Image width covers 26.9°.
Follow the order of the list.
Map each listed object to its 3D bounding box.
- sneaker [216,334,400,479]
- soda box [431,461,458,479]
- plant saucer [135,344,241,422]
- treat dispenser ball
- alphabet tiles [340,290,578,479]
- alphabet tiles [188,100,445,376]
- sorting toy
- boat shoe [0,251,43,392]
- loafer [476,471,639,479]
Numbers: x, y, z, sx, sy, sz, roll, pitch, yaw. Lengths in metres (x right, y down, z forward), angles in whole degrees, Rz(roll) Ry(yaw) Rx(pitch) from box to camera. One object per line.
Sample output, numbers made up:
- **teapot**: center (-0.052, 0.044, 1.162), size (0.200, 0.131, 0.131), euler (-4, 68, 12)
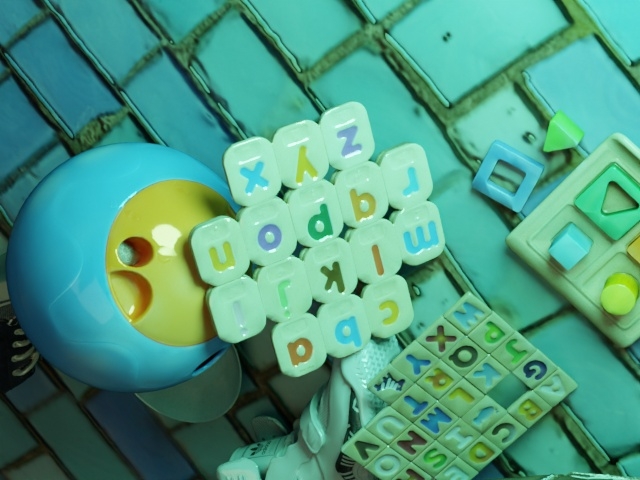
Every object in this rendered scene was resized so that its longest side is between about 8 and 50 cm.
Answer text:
- **sneaker**: center (-0.015, 0.244, 1.643), size (0.210, 0.137, 0.365), euler (11, 123, 18)
- **soda box**: center (0.140, 0.331, 1.653), size (0.069, 0.074, 0.216), euler (14, 121, 20)
- **plant saucer**: center (-0.182, 0.145, 1.735), size (0.195, 0.037, 0.195), euler (11, 119, 21)
- **treat dispenser ball**: center (-0.214, 0.031, 1.536), size (0.288, 0.288, 0.288), euler (11, 120, 21)
- **alphabet tiles**: center (0.145, 0.189, 1.513), size (0.237, 0.009, 0.198), euler (-44, 119, 13)
- **alphabet tiles**: center (0.000, 0.000, 1.457), size (0.021, 0.284, 0.278), euler (32, 141, 61)
- **sorting toy**: center (0.315, 0.010, 1.415), size (0.348, 0.047, 0.196), euler (42, 126, 0)
- **boat shoe**: center (-0.398, 0.104, 1.780), size (0.341, 0.127, 0.158), euler (-19, 113, 40)
- **loafer**: center (0.282, 0.314, 1.526), size (0.366, 0.130, 0.133), euler (5, 101, -3)
